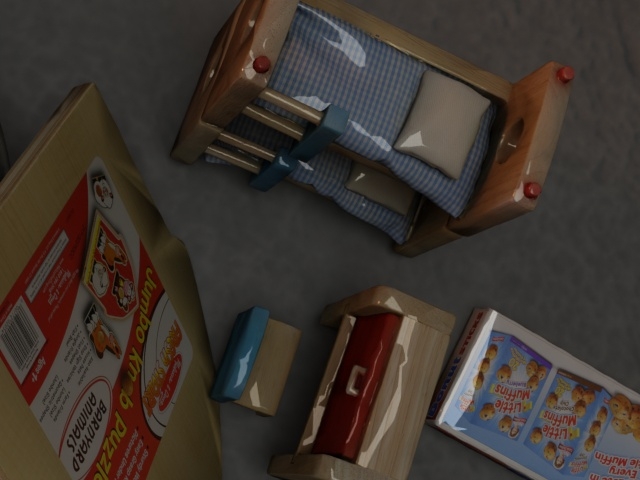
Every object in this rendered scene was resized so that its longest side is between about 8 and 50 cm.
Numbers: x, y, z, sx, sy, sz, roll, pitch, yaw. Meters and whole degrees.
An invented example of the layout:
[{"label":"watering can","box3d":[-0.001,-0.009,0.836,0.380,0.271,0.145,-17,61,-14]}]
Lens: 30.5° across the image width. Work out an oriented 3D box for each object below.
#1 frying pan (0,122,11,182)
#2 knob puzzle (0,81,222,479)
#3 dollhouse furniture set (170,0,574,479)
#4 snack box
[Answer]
[{"label":"frying pan","box3d":[-0.190,-0.096,0.406,0.053,0.197,0.326,-20,68,25]},{"label":"knob puzzle","box3d":[-0.087,0.060,0.463,0.030,0.213,0.213,-12,90,17]},{"label":"dollhouse furniture set","box3d":[0.000,0.000,0.485,0.129,0.129,0.183,23,73,-14]},{"label":"snack box","box3d":[0.140,0.103,0.587,0.178,0.022,0.064,30,80,-13]}]
